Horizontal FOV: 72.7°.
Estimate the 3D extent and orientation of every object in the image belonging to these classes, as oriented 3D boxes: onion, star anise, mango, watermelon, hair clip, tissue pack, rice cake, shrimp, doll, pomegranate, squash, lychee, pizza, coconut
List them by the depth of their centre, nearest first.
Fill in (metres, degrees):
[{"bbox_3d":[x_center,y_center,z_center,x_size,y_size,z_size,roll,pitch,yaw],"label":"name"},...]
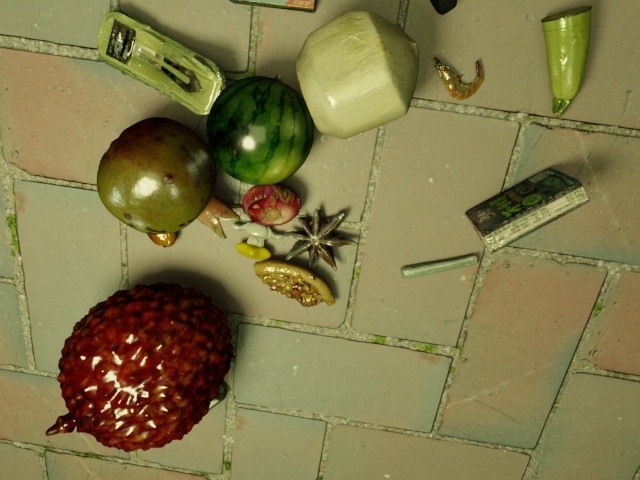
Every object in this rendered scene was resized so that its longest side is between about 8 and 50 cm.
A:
[{"bbox_3d":[0.086,-0.348,0.918,0.247,0.245,0.245,-18,109,10],"label":"coconut"},{"bbox_3d":[0.534,-0.383,0.956,0.094,0.094,0.224,-8,116,8],"label":"squash"},{"bbox_3d":[-0.133,-0.244,0.976,0.242,0.242,0.242,2,111,4],"label":"watermelon"},{"bbox_3d":[0.315,-0.387,0.997,0.127,0.025,0.091,38,109,-14],"label":"shrimp"},{"bbox_3d":[-0.357,-0.411,1.014,0.321,0.091,0.138,31,119,5],"label":"hair clip"},{"bbox_3d":[0.476,-0.077,1.025,0.235,0.173,0.073,-31,105,14],"label":"tissue pack"},{"bbox_3d":[-0.364,-0.129,1.041,0.290,0.291,0.323,-21,138,12],"label":"pomegranate"},{"bbox_3d":[-0.126,-0.118,1.106,0.150,0.140,0.150,-5,154,-3],"label":"onion"},{"bbox_3d":[-0.462,0.334,1.123,0.500,0.424,0.425,-39,105,-11],"label":"lychee"},{"bbox_3d":[0.000,0.000,1.151,0.180,0.061,0.205,31,111,-2],"label":"star anise"},{"bbox_3d":[-0.181,-0.007,1.167,0.135,0.071,0.113,37,102,-5],"label":"doll"},{"bbox_3d":[0.320,0.069,1.168,0.207,0.033,0.033,-12,108,9],"label":"rice cake"},{"bbox_3d":[-0.435,-0.040,1.174,0.077,0.063,0.127,-22,102,18],"label":"mango"},{"bbox_3d":[-0.066,0.120,1.184,0.246,0.058,0.127,35,134,-18],"label":"pizza"}]

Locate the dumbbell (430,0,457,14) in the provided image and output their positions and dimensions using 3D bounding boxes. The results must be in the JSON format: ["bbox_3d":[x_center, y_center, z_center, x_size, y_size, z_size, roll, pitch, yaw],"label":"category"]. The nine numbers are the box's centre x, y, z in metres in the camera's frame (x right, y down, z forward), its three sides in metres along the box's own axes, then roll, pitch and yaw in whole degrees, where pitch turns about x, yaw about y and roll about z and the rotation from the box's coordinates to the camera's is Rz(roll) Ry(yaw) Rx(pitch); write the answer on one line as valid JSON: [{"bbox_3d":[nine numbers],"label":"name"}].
[{"bbox_3d":[0.313,-0.561,0.891,0.191,0.100,0.100,-28,106,15],"label":"dumbbell"}]

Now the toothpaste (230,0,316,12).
[{"bbox_3d":[-0.106,-0.537,0.950,0.193,0.070,0.044,7,110,2],"label":"toothpaste"}]

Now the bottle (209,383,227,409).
[{"bbox_3d":[-0.409,0.524,1.384,0.253,0.079,0.096,-40,65,17],"label":"bottle"}]
